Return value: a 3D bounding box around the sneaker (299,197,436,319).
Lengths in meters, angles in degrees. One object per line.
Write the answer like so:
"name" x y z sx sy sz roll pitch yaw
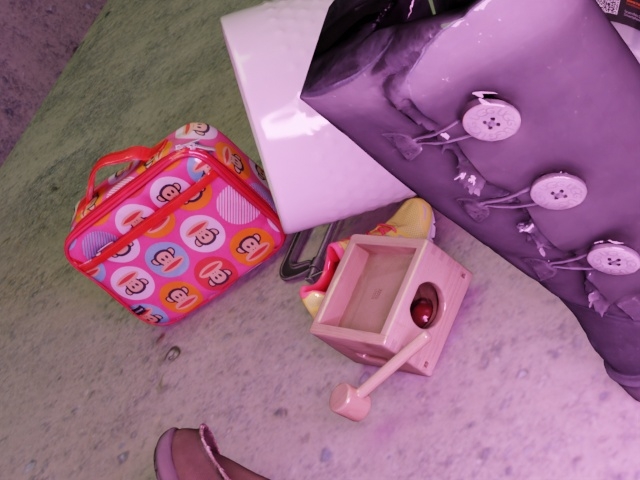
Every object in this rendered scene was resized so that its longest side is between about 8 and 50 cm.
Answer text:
"sneaker" 0.056 0.021 1.420 0.208 0.094 0.081 -51 25 -13

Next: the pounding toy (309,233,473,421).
"pounding toy" 0.082 0.107 1.277 0.181 0.094 0.206 4 65 51

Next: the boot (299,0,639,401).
"boot" 0.258 -0.071 0.860 0.367 0.445 0.146 -28 32 32

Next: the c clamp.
"c clamp" 0.000 0.000 1.616 0.137 0.022 0.160 -26 34 44

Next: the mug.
"mug" 0.062 -0.220 1.462 0.328 0.276 0.374 -17 53 -3

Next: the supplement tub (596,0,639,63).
"supplement tub" 0.307 -0.234 1.283 0.207 0.207 0.338 -20 37 42

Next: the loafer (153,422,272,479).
"loafer" -0.065 0.303 1.202 0.130 0.133 0.366 -26 35 -11

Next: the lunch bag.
"lunch bag" -0.218 -0.033 1.707 0.293 0.258 0.120 -35 29 23
